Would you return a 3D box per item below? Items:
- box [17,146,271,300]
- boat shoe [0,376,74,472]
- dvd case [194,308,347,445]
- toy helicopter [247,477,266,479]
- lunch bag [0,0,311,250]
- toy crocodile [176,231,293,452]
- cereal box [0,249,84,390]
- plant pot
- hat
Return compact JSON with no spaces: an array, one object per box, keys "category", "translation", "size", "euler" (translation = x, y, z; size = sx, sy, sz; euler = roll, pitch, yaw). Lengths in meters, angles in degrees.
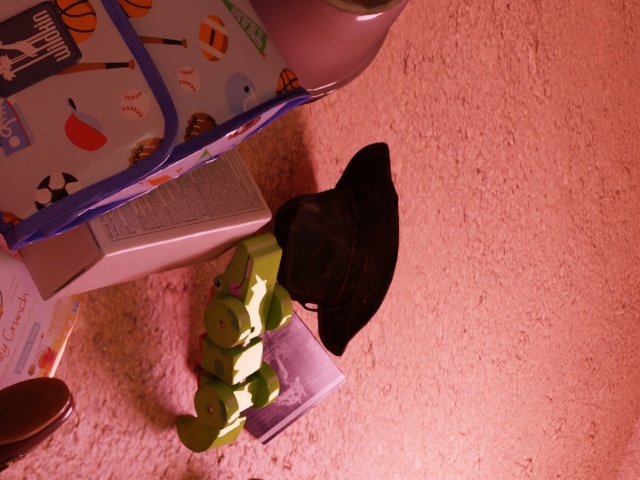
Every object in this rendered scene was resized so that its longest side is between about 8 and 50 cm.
[{"category":"box","translation":[-0.217,-0.039,1.537],"size":[0.311,0.121,0.148],"euler":[-12,72,-54]},{"category":"boat shoe","translation":[-0.366,0.223,1.414],"size":[0.207,0.073,0.073],"euler":[-26,141,-10]},{"category":"dvd case","translation":[-0.068,0.198,1.884],"size":[0.164,0.018,0.221],"euler":[-38,136,-3]},{"category":"toy helicopter","translation":[-0.159,0.469,1.781],"size":[0.355,0.140,0.235],"euler":[-42,133,-47]},{"category":"lunch bag","translation":[-0.247,-0.196,1.323],"size":[0.385,0.239,0.328],"euler":[-30,90,-44]},{"category":"toy crocodile","translation":[-0.119,0.143,1.718],"size":[0.115,0.105,0.341],"euler":[-24,134,-48]},{"category":"cereal box","translation":[-0.381,0.098,1.434],"size":[0.240,0.047,0.173],"euler":[39,66,-53]},{"category":"plant pot","translation":[-0.012,-0.338,1.567],"size":[0.323,0.280,0.323],"euler":[1,89,-24]},{"category":"hat","translation":[0.000,0.000,1.867],"size":[0.134,0.331,0.331],"euler":[11,88,-16]}]
